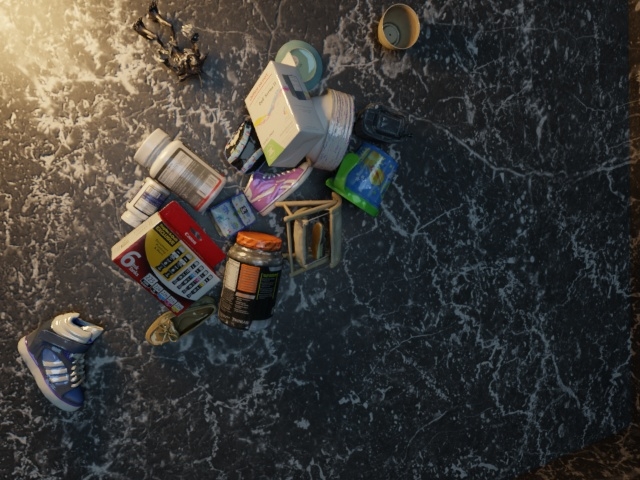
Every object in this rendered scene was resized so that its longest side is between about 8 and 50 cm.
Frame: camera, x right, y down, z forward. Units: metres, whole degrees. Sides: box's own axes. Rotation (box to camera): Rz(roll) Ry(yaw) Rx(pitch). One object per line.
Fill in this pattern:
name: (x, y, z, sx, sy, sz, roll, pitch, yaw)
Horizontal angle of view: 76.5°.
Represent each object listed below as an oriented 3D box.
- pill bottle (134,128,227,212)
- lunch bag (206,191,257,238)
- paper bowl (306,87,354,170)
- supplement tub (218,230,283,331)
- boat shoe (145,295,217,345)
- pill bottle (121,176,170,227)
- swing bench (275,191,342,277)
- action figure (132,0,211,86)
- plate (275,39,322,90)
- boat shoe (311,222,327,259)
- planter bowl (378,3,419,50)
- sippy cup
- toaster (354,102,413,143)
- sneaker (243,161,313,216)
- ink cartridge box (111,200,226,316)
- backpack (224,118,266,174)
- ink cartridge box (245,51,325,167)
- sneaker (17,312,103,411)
pill bottle: (-0.484, -0.242, 1.417, 0.283, 0.161, 0.161, 39, 85, -18)
lunch bag: (-0.329, -0.095, 1.528, 0.151, 0.096, 0.129, -32, 104, -26)
paper bowl: (0.005, -0.406, 1.481, 0.148, 0.284, 0.284, 10, 95, -19)
supplement tub: (-0.255, 0.146, 1.511, 0.207, 0.207, 0.338, 10, 100, -19)
boat shoe: (-0.523, 0.305, 1.523, 0.285, 0.089, 0.104, -33, 107, -10)
pill bottle: (-0.617, -0.129, 1.426, 0.094, 0.094, 0.169, 38, 86, -19)
swing bench: (-0.027, -0.025, 1.553, 0.254, 0.165, 0.253, -11, 121, -15)
action figure: (-0.489, -0.650, 1.367, 0.275, 0.141, 0.164, 42, 83, -15)
plate: (-0.079, -0.669, 1.554, 0.188, 0.024, 0.188, -3, 100, -17)
boat shoe: (0.000, 0.000, 1.454, 0.049, 0.056, 0.152, -13, 132, -26)
planter bowl: (0.293, -0.826, 1.602, 0.162, 0.109, 0.162, -3, 99, -18)
sippy cup: (0.175, -0.245, 1.568, 0.240, 0.305, 0.224, 32, 98, -7)
toaster: (0.246, -0.457, 1.622, 0.227, 0.146, 0.129, 12, 95, -18)
sneaker: (-0.166, -0.241, 1.551, 0.282, 0.102, 0.161, -42, 105, -8)
ink cartridge box: (-0.514, 0.062, 1.436, 0.272, 0.130, 0.309, -42, 122, -8)
backpack: (-0.265, -0.334, 1.495, 0.158, 0.117, 0.173, 36, 86, -19)
ink cartridge box: (-0.140, -0.455, 1.392, 0.119, 0.207, 0.353, -7, 69, -41)
sneaker: (-0.850, 0.410, 1.413, 0.236, 0.130, 0.323, -30, 100, -7)
